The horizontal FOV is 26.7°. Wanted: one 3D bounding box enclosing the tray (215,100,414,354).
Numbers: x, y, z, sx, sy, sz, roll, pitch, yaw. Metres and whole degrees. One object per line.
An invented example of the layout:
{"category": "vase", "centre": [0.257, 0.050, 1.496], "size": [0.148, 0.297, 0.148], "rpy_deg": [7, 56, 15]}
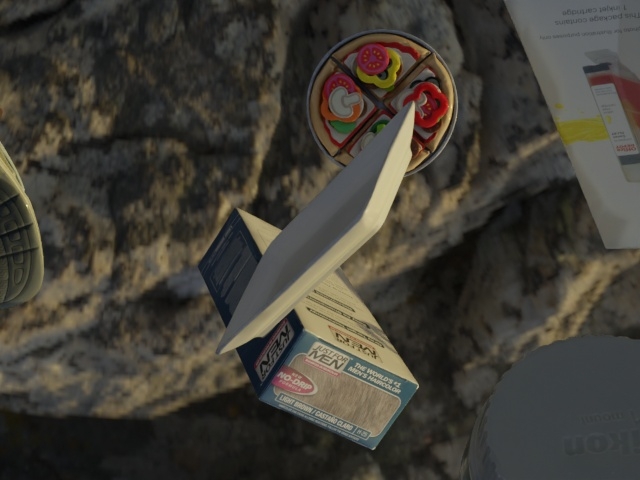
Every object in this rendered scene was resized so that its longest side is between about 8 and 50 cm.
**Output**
{"category": "tray", "centre": [0.000, 0.000, 1.174], "size": [0.030, 0.145, 0.270], "rpy_deg": [33, 139, -11]}

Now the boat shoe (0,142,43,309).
{"category": "boat shoe", "centre": [-0.381, -0.075, 1.424], "size": [0.118, 0.103, 0.320], "rpy_deg": [-22, 116, 4]}

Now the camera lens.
{"category": "camera lens", "centre": [0.214, 0.236, 1.074], "size": [0.219, 0.219, 0.274], "rpy_deg": [-3, 136, -4]}

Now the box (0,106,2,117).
{"category": "box", "centre": [-0.524, -0.142, 1.707], "size": [0.191, 0.381, 0.143], "rpy_deg": [-25, 108, -1]}

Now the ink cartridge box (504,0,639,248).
{"category": "ink cartridge box", "centre": [0.316, -0.218, 1.254], "size": [0.160, 0.279, 0.384], "rpy_deg": [-1, 138, 32]}

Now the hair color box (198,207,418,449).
{"category": "hair color box", "centre": [-0.026, 0.101, 1.675], "size": [0.174, 0.347, 0.105], "rpy_deg": [27, 104, -27]}

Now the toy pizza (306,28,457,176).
{"category": "toy pizza", "centre": [0.082, -0.180, 1.785], "size": [0.201, 0.032, 0.201], "rpy_deg": [0, 93, 0]}
